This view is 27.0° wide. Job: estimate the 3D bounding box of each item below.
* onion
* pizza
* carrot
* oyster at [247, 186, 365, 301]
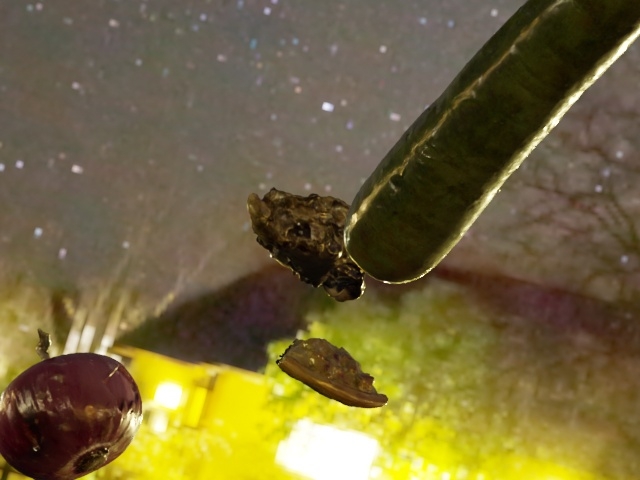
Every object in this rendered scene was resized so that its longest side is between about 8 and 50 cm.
[{"bbox_3d":[-0.298,0.207,1.570,0.177,0.177,0.153,25,9,-44],"label":"onion"},{"bbox_3d":[0.013,0.151,1.576,0.160,0.036,0.099,28,27,-32],"label":"pizza"},{"bbox_3d":[0.124,-0.097,0.789,0.074,0.074,0.358,20,-47,-23],"label":"carrot"},{"bbox_3d":[-0.009,0.002,1.259,0.148,0.103,0.051,25,30,-13],"label":"oyster"}]
